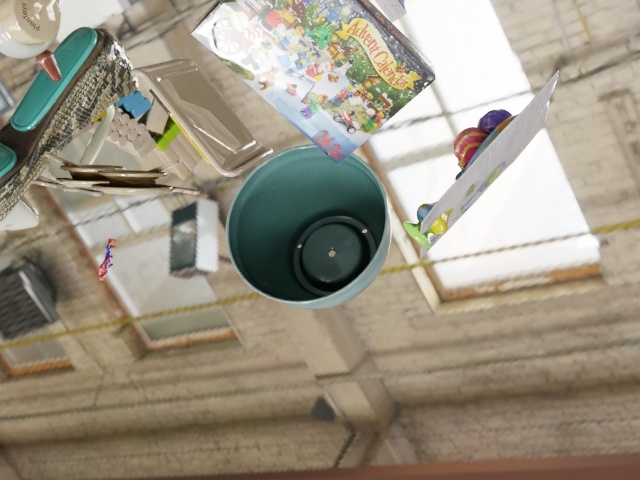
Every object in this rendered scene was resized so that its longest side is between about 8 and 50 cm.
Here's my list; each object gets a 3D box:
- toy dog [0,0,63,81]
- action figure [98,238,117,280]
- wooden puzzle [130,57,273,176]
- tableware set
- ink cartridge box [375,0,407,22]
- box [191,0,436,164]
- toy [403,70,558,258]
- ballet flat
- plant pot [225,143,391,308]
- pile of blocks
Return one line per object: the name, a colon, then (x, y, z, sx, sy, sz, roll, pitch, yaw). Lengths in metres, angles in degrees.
toy dog: (-0.388, -0.372, 1.402, 0.220, 0.161, 0.333, 25, -109, 44)
action figure: (-0.494, 0.048, 2.193, 0.030, 0.038, 0.115, 14, -132, -4)
wooden puzzle: (-0.199, -0.208, 1.594, 0.044, 0.238, 0.221, -42, -178, 20)
tableware set: (-0.237, -0.078, 1.073, 0.128, 0.039, 0.194, -3, -171, -37)
ink cartridge box: (0.118, -0.593, 2.103, 0.046, 0.207, 0.097, -29, -149, 25)
box: (-0.006, -0.216, 1.070, 0.159, 0.233, 0.044, -40, -157, 26)
toy: (0.179, -0.094, 1.101, 0.237, 0.056, 0.137, -50, 164, -11)
ballet flat: (-0.471, -0.133, 1.535, 0.164, 0.182, 0.483, 26, -111, 44)
plant pot: (0.000, 0.000, 1.709, 0.293, 0.196, 0.293, -6, -112, 15)
pile of blocks: (-0.367, -0.236, 1.786, 0.113, 0.362, 0.149, 24, -87, 43)
